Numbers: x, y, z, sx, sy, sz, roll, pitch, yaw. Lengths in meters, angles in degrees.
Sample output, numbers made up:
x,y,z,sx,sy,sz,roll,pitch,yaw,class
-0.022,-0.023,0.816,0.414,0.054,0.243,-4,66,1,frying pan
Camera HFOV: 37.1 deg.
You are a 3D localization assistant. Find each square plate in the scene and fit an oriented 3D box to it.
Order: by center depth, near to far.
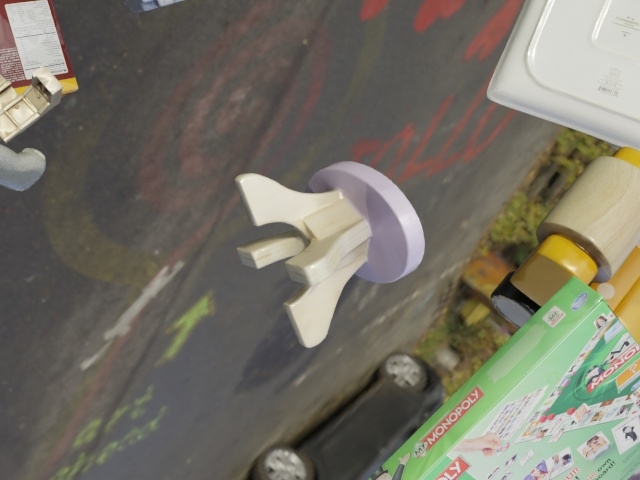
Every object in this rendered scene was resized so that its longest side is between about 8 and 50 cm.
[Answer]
x,y,z,sx,sy,sz,roll,pitch,yaw,class
0.480,-0.325,1.482,0.049,0.347,0.344,25,88,-77,square plate

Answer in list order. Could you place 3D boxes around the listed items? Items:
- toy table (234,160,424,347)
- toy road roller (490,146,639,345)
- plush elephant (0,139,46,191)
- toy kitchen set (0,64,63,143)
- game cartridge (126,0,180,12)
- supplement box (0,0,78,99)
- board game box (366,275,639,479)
x,y,z,sx,sy,sz,roll,pitch,yaw,class
0.000,0.000,1.297,0.161,0.252,0.274,-27,-176,-21,toy table
0.411,0.050,1.340,0.202,0.240,0.329,-48,167,-18,toy road roller
-0.664,-0.148,1.512,0.272,0.255,0.330,-46,157,-1,plush elephant
-0.355,-0.170,1.106,0.083,0.068,0.075,-43,-173,-19,toy kitchen set
-0.133,-0.394,1.381,0.297,0.062,0.198,-20,-159,-14,game cartridge
-0.529,-0.316,1.612,0.129,0.194,0.191,-19,-174,-36,supplement box
0.180,0.209,0.880,0.317,0.046,0.213,-45,124,2,board game box
